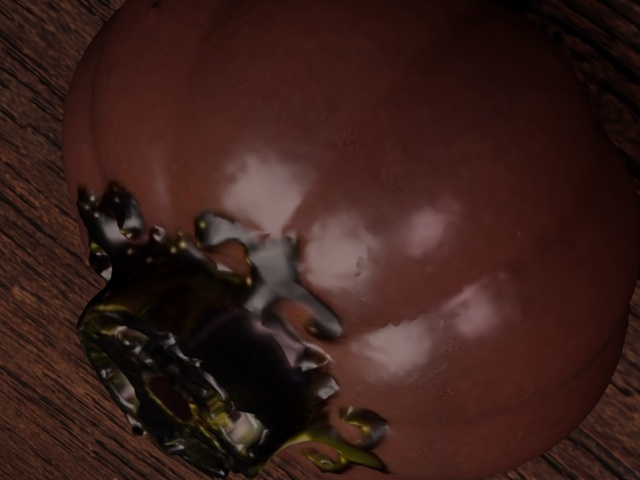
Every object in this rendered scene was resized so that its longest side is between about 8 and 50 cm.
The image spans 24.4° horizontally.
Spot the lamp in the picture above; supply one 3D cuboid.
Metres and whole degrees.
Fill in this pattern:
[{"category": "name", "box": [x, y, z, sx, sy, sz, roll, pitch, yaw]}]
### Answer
[{"category": "lamp", "box": [0.000, 0.000, 0.718, 0.305, 0.239, 0.305, 30, 149, 21]}]
